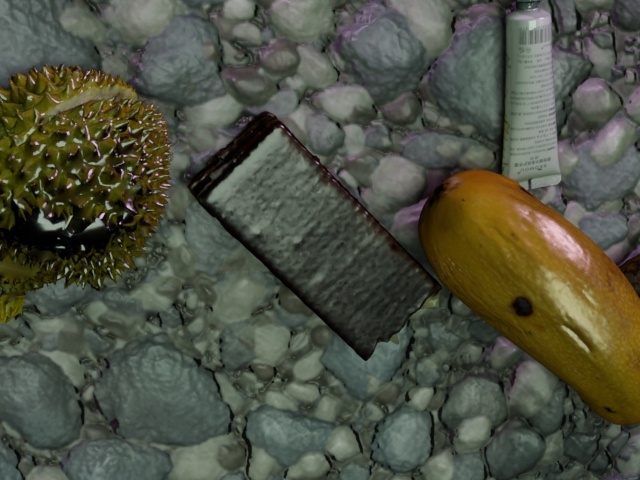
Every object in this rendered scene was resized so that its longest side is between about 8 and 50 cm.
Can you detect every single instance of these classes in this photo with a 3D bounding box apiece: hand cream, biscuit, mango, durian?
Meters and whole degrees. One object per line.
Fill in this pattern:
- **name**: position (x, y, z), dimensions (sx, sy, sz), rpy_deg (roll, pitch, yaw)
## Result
- **hand cream**: position (0.199, -0.141, 1.245), dimensions (0.067, 0.042, 0.195), rpy_deg (-12, 114, -20)
- **biscuit**: position (0.000, 0.000, 1.210), dimensions (0.106, 0.070, 0.252), rpy_deg (-46, 111, 1)
- **mango**: position (0.217, 0.048, 1.211), dimensions (0.295, 0.177, 0.120), rpy_deg (40, 85, -2)
- **durian**: position (-0.228, -0.029, 1.102), dimensions (0.193, 0.138, 0.237), rpy_deg (15, 102, -19)

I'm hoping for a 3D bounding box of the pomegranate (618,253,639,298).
- **pomegranate**: position (0.336, 0.083, 1.314), dimensions (0.138, 0.163, 0.126), rpy_deg (23, 58, -16)
